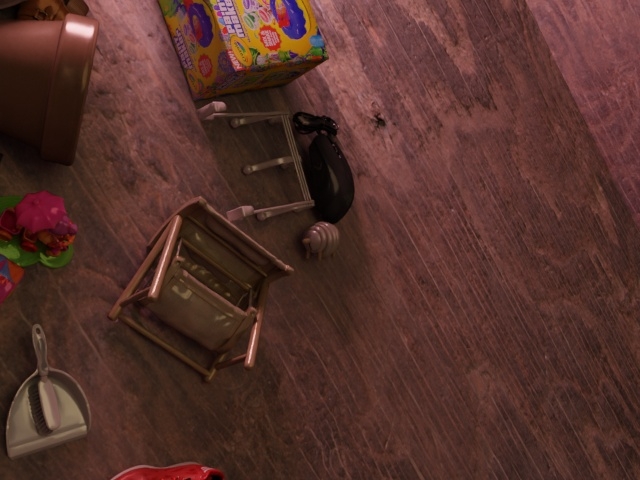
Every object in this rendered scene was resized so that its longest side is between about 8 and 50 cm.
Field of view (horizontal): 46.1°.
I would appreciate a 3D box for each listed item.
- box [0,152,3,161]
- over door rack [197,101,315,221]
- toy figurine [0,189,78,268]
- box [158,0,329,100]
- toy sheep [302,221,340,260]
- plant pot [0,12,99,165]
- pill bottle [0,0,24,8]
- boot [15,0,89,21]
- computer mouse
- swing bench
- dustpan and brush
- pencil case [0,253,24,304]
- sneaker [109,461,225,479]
[{"bbox_3d":[-0.632,-0.127,1.260,0.162,0.029,0.116,25,63,-32],"label":"box"},{"bbox_3d":[-0.145,-0.165,1.618,0.324,0.108,0.239,-13,86,-63],"label":"over door rack"},{"bbox_3d":[-0.472,-0.022,1.279,0.173,0.159,0.130,32,59,-31],"label":"toy figurine"},{"bbox_3d":[-0.176,-0.489,1.659,0.279,0.177,0.289,-21,92,-41],"label":"box"},{"bbox_3d":[0.000,0.000,1.731,0.132,0.091,0.091,-11,85,-61],"label":"toy sheep"},{"bbox_3d":[-0.516,-0.277,1.285,0.230,0.263,0.262,11,70,-18],"label":"plant pot"},{"bbox_3d":[-0.591,-0.560,1.268,0.169,0.169,0.301,-31,98,-42],"label":"pill bottle"},{"bbox_3d":[-0.542,-0.435,1.399,0.197,0.073,0.152,35,61,-25],"label":"boot"},{"bbox_3d":[0.026,-0.177,1.788,0.188,0.072,0.272,-5,84,-61],"label":"computer mouse"},{"bbox_3d":[-0.224,0.097,1.463,0.253,0.165,0.254,40,50,-25],"label":"swing bench"},{"bbox_3d":[-0.468,0.247,1.271,0.147,0.060,0.211,-10,84,-42],"label":"dustpan and brush"},{"bbox_3d":[-0.595,0.015,1.203,0.236,0.104,0.104,44,54,-23],"label":"pencil case"},{"bbox_3d":[-0.271,0.437,1.341,0.221,0.128,0.086,-6,81,-43],"label":"sneaker"}]
